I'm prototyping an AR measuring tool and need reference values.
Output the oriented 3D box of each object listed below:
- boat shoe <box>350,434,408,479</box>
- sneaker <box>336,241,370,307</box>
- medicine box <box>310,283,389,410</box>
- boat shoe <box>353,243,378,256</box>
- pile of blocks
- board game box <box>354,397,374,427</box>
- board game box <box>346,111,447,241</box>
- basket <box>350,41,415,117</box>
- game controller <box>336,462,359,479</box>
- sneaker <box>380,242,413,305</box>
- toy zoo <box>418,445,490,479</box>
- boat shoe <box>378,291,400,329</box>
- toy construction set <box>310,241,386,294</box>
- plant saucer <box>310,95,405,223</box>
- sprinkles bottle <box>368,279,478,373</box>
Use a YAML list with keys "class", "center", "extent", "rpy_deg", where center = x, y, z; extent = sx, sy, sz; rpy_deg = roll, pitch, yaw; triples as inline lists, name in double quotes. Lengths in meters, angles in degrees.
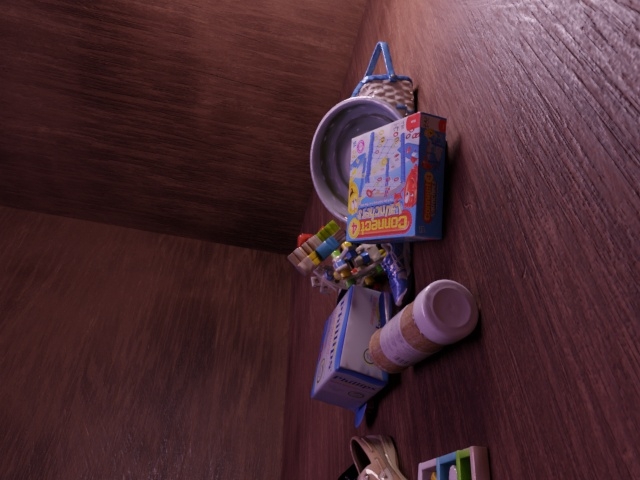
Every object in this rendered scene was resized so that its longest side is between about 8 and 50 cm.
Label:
- class: "boat shoe"
  center: [0.138, 0.586, 1.224]
  extent: [0.341, 0.110, 0.122]
  rpy_deg: [-115, 36, -74]
- class: "sneaker"
  center: [0.119, 0.179, 1.837]
  extent: [0.146, 0.122, 0.331]
  rpy_deg: [84, -171, -59]
- class: "medicine box"
  center: [0.097, 0.317, 1.524]
  extent: [0.289, 0.149, 0.264]
  rpy_deg: [116, 169, -54]
- class: "boat shoe"
  center: [0.167, -0.087, 1.745]
  extent: [0.119, 0.121, 0.336]
  rpy_deg: [-52, -38, -84]
- class: "pile of blocks"
  center: [0.000, 0.000, 1.708]
  extent: [0.149, 0.113, 0.362]
  rpy_deg: [-44, -2, 26]
- class: "board game box"
  center: [0.139, 0.484, 1.580]
  extent: [0.169, 0.033, 0.133]
  rpy_deg: [-80, 5, -52]
- class: "board game box"
  center: [0.191, -0.148, 1.378]
  extent: [0.308, 0.086, 0.302]
  rpy_deg: [-7, 78, 60]
- class: "basket"
  center: [0.195, -0.473, 1.735]
  extent: [0.255, 0.200, 0.289]
  rpy_deg: [112, 155, -56]
- class: "game controller"
  center: [0.095, 0.757, 1.391]
  extent: [0.319, 0.067, 0.167]
  rpy_deg: [-94, 26, -54]
- class: "sneaker"
  center: [0.206, 0.086, 1.440]
  extent: [0.080, 0.081, 0.211]
  rpy_deg: [113, 164, -52]
- class: "toy zoo"
  center: [0.236, 0.505, 0.969]
  extent: [0.293, 0.030, 0.193]
  rpy_deg: [114, 163, -57]
- class: "boat shoe"
  center: [0.197, 0.220, 1.398]
  extent: [0.066, 0.066, 0.183]
  rpy_deg: [113, 163, -54]
- class: "toy construction set"
  center: [0.096, 0.100, 1.616]
  extent: [0.151, 0.214, 0.328]
  rpy_deg: [66, 157, 10]
- class: "plant saucer"
  center: [0.148, -0.242, 1.629]
  extent: [0.100, 0.400, 0.401]
  rpy_deg: [-15, -55, -51]
- class: "sprinkles bottle"
  center: [0.212, 0.202, 1.153]
  extent: [0.355, 0.121, 0.121]
  rpy_deg: [118, 160, -62]
